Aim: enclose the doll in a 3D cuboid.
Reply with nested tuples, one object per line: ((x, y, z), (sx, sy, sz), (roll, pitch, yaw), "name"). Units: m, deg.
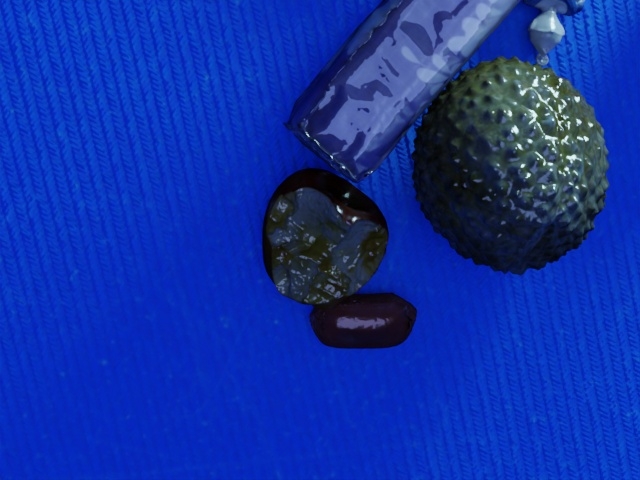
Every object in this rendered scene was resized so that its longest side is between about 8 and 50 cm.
((0.301, -0.338, 1.454), (0.114, 0.057, 0.227), (15, 87, -14), "doll")

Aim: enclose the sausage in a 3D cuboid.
((0.056, 0.106, 1.476), (0.141, 0.076, 0.076), (2, 97, -6), "sausage")

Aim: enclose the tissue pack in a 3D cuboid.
((0.106, -0.233, 1.352), (0.125, 0.242, 0.343), (40, 92, -5), "tissue pack")

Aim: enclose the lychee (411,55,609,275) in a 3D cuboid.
((0.236, -0.090, 1.378), (0.255, 0.274, 0.255), (-5, 118, -10), "lychee")

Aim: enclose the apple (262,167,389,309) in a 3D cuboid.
((-0.002, 0.000, 1.422), (0.156, 0.147, 0.158), (24, 113, -18), "apple")
